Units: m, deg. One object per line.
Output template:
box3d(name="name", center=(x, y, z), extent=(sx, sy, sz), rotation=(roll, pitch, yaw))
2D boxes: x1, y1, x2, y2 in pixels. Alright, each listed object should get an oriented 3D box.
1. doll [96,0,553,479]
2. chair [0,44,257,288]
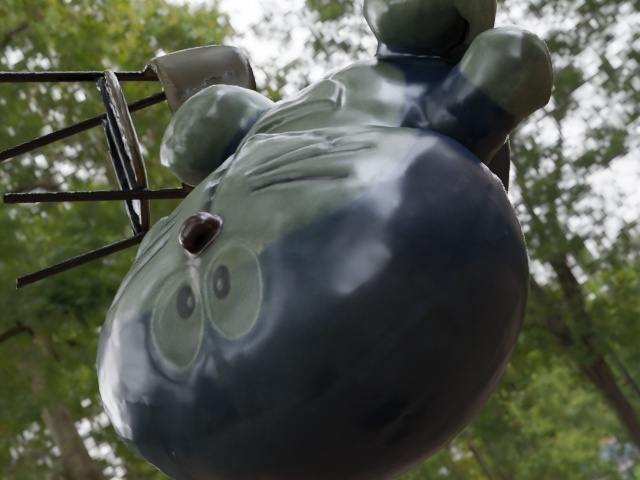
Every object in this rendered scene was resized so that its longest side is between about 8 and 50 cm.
box3d(name="doll", center=(0.000, 0.000, 0.532), extent=(0.228, 0.154, 0.258), rotation=(-26, 17, 27))
box3d(name="chair", center=(-0.190, -0.087, 1.172), extent=(0.246, 0.159, 0.172), rotation=(-12, -32, -18))
